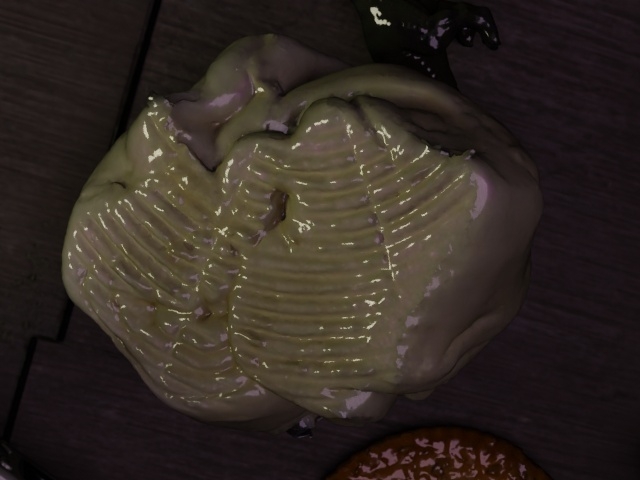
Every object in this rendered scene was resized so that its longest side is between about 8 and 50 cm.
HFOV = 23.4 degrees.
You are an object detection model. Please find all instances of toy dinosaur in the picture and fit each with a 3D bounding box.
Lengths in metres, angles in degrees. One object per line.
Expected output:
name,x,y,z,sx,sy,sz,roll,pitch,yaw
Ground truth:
toy dinosaur,0.037,-0.124,1.138,0.179,0.087,0.187,-7,100,-9

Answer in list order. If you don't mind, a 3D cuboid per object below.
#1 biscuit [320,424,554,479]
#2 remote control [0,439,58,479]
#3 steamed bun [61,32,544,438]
biscuit,0.092,0.268,1.243,0.254,0.035,0.254,-1,100,-8
remote control,-0.256,0.156,1.141,0.190,0.087,0.029,38,89,-12
steamed bun,0.000,0.000,1.086,0.320,0.206,0.275,13,99,22
